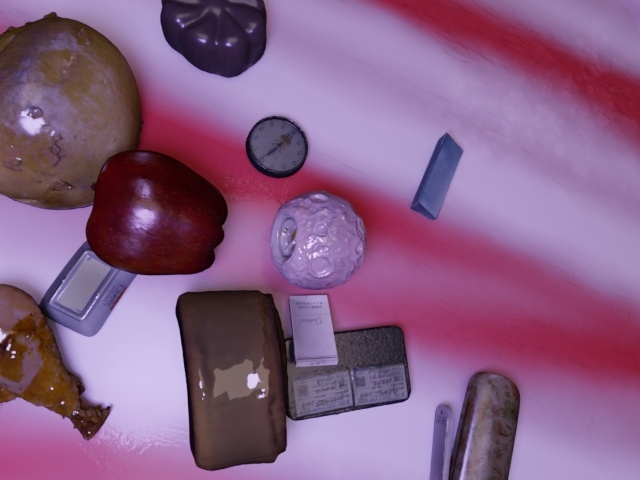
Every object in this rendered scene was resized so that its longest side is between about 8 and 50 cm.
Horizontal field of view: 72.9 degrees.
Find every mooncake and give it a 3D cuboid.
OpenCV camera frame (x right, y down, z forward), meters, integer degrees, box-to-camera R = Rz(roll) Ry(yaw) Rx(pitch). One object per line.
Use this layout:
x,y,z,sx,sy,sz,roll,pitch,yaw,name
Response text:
-0.202,0.317,1.016,0.246,0.393,0.394,-5,120,-16,mooncake
-0.297,-0.626,1.229,0.306,0.154,0.306,2,79,-12,mooncake

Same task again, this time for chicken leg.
-0.663,0.308,0.949,0.295,0.182,0.409,-42,107,-10,chicken leg

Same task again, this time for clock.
-0.124,-0.273,1.256,0.184,0.040,0.185,3,77,-15,clock

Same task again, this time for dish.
-0.559,0.109,1.040,0.151,0.077,0.212,31,72,-6,dish

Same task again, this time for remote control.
0.328,0.576,1.179,0.022,0.077,0.245,12,75,-10,remote control

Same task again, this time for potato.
-0.631,-0.319,0.992,0.385,0.319,0.442,16,72,-12,potato

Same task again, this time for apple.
-0.386,-0.055,1.022,0.316,0.288,0.288,22,74,-20,apple

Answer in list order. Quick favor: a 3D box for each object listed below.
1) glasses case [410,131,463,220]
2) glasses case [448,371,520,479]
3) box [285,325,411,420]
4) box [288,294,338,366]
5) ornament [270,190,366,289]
0.366,-0.202,1.375,0.105,0.056,0.266,36,70,-31,glasses case
0.450,0.581,1.199,0.156,0.098,0.425,22,73,-12,glasses case
0.068,0.351,1.169,0.350,0.058,0.211,-3,81,-16,box
-0.022,0.232,1.135,0.109,0.029,0.198,0,49,-12,box
0.000,0.000,1.125,0.225,0.259,0.259,6,76,-33,ornament
